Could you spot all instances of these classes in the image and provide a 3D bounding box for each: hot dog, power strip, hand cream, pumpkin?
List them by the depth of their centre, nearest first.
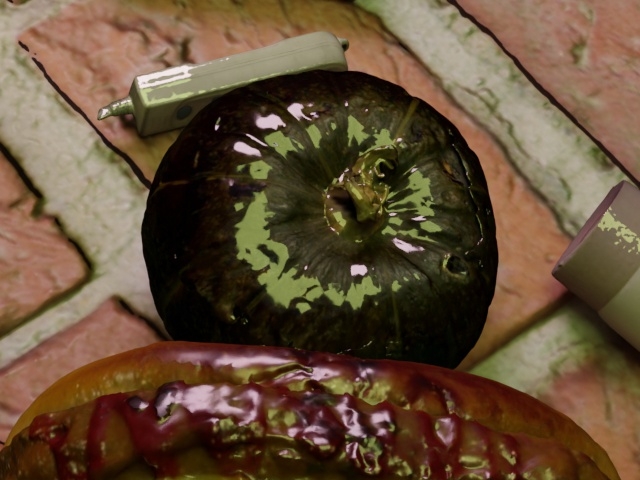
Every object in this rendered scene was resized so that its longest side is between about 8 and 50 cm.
[{"bbox_3d":[0.004,0.168,1.114,0.405,0.223,0.185,8,62,-4],"label":"hot dog"},{"bbox_3d":[0.000,-0.002,1.248,0.238,0.159,0.238,7,56,-10],"label":"pumpkin"},{"bbox_3d":[0.276,0.062,1.310,0.248,0.083,0.133,39,62,2],"label":"hand cream"},{"bbox_3d":[-0.064,-0.108,1.365,0.191,0.047,0.030,-16,69,-17],"label":"power strip"}]
